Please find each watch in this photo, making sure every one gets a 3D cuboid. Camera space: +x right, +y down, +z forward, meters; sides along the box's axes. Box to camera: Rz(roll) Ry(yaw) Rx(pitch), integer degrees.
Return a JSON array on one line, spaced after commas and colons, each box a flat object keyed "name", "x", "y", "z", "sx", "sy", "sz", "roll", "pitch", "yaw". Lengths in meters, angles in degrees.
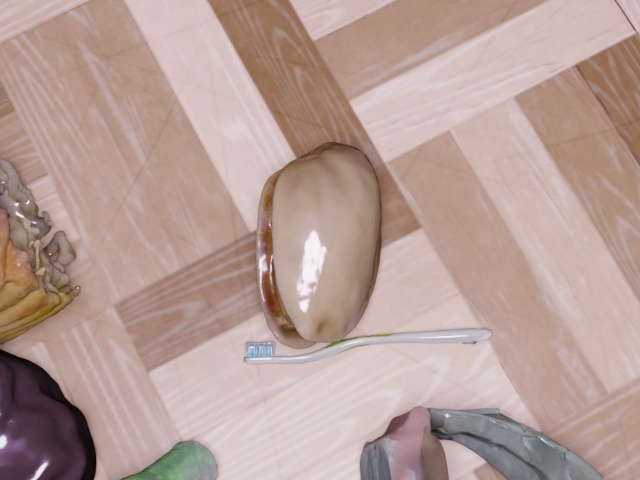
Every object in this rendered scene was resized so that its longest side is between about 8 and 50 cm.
[{"name": "watch", "x": 0.174, "y": 0.283, "z": 1.007, "sx": 0.241, "sy": 0.162, "sz": 0.253, "roll": -3, "pitch": 76, "yaw": -9}]

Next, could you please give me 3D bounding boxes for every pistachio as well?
[{"name": "pistachio", "x": 0.000, "y": 0.000, "z": 1.085, "sx": 0.152, "sy": 0.126, "sz": 0.223, "roll": 27, "pitch": 65, "yaw": -34}]

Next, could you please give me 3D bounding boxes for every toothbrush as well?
[{"name": "toothbrush", "x": 0.050, "y": 0.112, "z": 1.110, "sx": 0.263, "sy": 0.022, "sz": 0.026, "roll": -3, "pitch": 88, "yaw": -1}]

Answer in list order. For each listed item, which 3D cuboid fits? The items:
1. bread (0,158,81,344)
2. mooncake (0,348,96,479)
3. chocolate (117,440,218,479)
[{"name": "bread", "x": -0.356, "y": -0.013, "z": 1.015, "sx": 0.274, "sy": 0.274, "sz": 0.149, "roll": 44, "pitch": 88, "yaw": 9}, {"name": "mooncake", "x": -0.362, "y": 0.233, "z": 1.016, "sx": 0.283, "sy": 0.141, "sz": 0.283, "roll": 1, "pitch": 76, "yaw": -3}, {"name": "chocolate", "x": -0.195, "y": 0.281, "z": 0.959, "sx": 0.110, "sy": 0.110, "sz": 0.291, "roll": 41, "pitch": 38, "yaw": 9}]
